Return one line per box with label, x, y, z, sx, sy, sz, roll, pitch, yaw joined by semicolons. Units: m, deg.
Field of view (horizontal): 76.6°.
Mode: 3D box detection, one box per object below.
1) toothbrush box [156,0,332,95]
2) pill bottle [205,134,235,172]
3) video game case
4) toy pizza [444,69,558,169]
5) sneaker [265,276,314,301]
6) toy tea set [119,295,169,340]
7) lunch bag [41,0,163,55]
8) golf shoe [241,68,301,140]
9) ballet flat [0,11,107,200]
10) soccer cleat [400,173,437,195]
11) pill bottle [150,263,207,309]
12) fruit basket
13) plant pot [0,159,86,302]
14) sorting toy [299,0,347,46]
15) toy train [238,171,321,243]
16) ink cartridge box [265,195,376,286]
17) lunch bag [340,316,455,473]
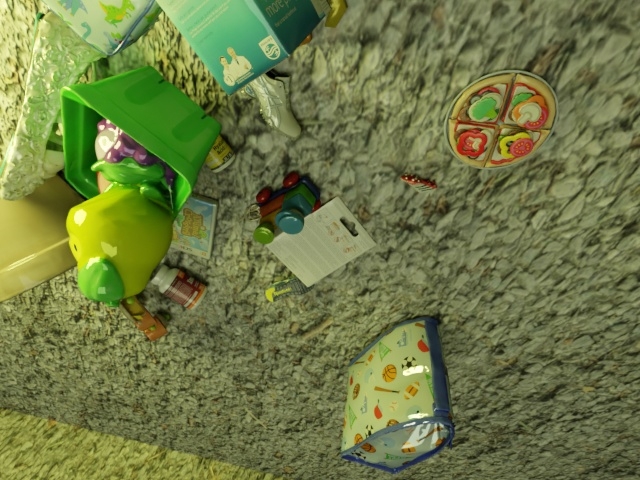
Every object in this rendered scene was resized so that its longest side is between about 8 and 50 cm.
toothbrush box;-0.135;-0.390;0.547;0.126;0.216;0.295;-18;123;35
pill bottle;-0.244;-0.211;0.878;0.065;0.065;0.116;-20;125;28
video game case;-0.377;-0.051;1.081;0.194;0.023;0.212;18;133;-4
toy pizza;0.339;-0.216;0.765;0.202;0.032;0.201;7;133;7
sneaker;-0.085;0.130;1.164;0.144;0.059;0.053;-15;102;12
toy tea set;-0.560;0.192;1.289;0.200;0.124;0.336;43;156;18
lunch bag;-0.325;-0.394;0.564;0.176;0.090;0.219;-29;120;33
golf shoe;-0.083;-0.276;0.785;0.086;0.069;0.176;-29;121;25
ballet flat;-0.537;-0.237;0.813;0.147;0.147;0.408;27;110;-12
soccer cleat;0.212;-0.120;0.884;0.083;0.029;0.035;13;129;-5
pill bottle;-0.427;0.138;1.222;0.152;0.086;0.086;37;129;-21
fruit basket;-0.376;-0.082;0.763;0.283;0.392;0.392;40;128;-13
plant pot;-0.719;-0.049;1.001;0.323;0.323;0.280;-16;110;25
sorting toy;-0.035;-0.471;0.611;0.229;0.041;0.307;-12;128;22
toy train;-0.122;-0.045;0.947;0.248;0.143;0.105;-24;122;30
ink cartridge box;0.000;0.000;1.040;0.225;0.056;0.181;-34;118;14
lunch bag;0.245;0.452;1.192;0.239;0.327;0.385;20;131;-12
